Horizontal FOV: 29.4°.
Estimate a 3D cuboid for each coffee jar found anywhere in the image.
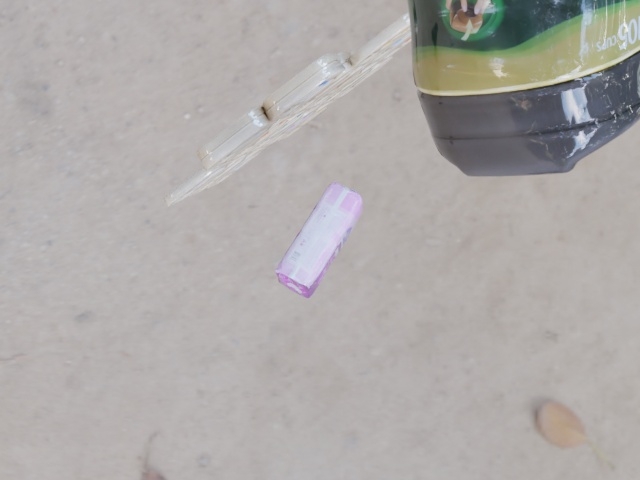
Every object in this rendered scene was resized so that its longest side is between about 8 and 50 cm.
[{"bbox_3d":[0.065,-0.117,0.402,0.096,0.079,0.184,-37,119,-46],"label":"coffee jar"}]

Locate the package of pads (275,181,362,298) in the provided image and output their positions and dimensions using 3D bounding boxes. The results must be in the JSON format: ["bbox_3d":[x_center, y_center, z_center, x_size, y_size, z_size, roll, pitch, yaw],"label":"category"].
[{"bbox_3d":[0.000,0.000,0.910,0.032,0.050,0.083,31,79,9],"label":"package of pads"}]

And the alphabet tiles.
[{"bbox_3d":[-0.016,-0.126,1.104,0.278,0.284,0.021,-35,91,17],"label":"alphabet tiles"}]
